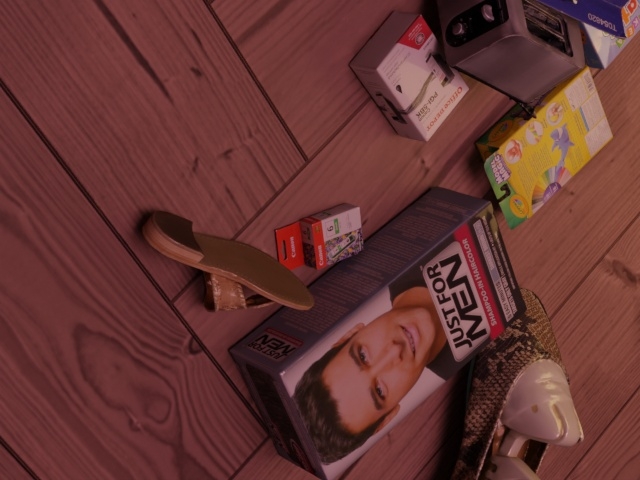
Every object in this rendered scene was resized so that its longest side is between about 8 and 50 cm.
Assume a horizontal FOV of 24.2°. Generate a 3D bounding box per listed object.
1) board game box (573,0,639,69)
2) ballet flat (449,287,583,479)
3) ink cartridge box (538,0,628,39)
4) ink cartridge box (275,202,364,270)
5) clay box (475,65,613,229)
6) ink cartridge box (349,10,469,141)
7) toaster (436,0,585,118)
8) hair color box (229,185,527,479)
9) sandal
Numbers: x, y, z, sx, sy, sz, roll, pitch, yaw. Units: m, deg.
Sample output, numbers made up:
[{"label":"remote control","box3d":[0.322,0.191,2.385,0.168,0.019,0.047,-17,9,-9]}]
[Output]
[{"label":"board game box","box3d":[0.390,-0.369,2.068,0.160,0.039,0.211,-48,127,-19]},{"label":"ballet flat","box3d":[0.265,0.314,2.067,0.164,0.182,0.482,19,90,-40]},{"label":"ink cartridge box","box3d":[0.307,-0.386,1.886,0.223,0.045,0.224,17,54,-30]},{"label":"ink cartridge box","box3d":[0.000,0.000,1.864,0.115,0.029,0.062,-21,115,-33]},{"label":"clay box","box3d":[0.301,-0.130,2.054,0.222,0.053,0.127,-41,124,-21]},{"label":"ink cartridge box","box3d":[0.114,-0.206,1.880,0.099,0.056,0.135,-52,127,-16]},{"label":"toaster","box3d":[0.240,-0.275,1.889,0.186,0.110,0.168,21,53,-40]},{"label":"hair color box","box3d":[0.082,0.114,1.908,0.374,0.114,0.185,-38,123,-24]},{"label":"sandal","box3d":[-0.124,0.045,1.765,0.240,0.088,0.079,27,116,-33]}]
